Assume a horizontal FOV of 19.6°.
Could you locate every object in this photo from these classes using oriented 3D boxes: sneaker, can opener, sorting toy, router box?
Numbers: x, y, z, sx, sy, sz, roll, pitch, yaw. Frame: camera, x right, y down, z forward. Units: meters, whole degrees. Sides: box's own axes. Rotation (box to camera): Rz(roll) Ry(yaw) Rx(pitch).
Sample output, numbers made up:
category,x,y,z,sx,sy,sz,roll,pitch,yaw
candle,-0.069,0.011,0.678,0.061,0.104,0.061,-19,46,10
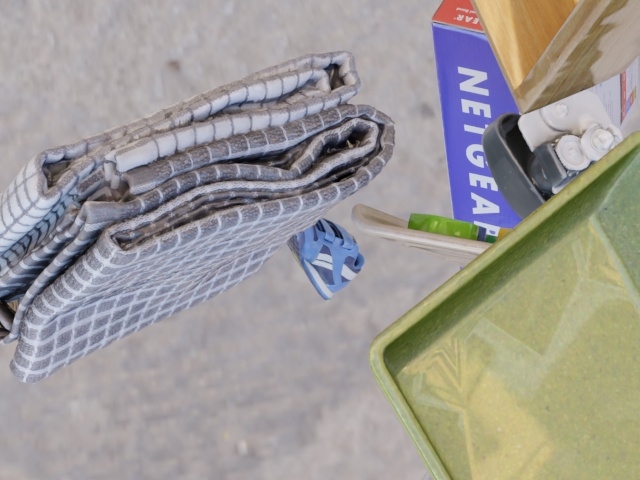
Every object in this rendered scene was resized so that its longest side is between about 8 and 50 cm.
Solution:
category,x,y,z,sx,sy,sz,roll,pitch,yaw
sneaker,0.000,0.000,1.763,0.059,0.053,0.144,-31,146,-1
can opener,0.213,0.022,1.261,0.074,0.280,0.093,-23,168,-30
sorting toy,0.152,0.011,1.463,0.193,0.208,0.038,18,88,-61
router box,0.216,-0.169,1.772,0.082,0.301,0.335,15,140,23

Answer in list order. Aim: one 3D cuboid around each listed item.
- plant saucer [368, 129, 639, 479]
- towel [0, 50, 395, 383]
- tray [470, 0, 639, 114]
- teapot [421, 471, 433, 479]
category,x,y,z,sx,sy,sz,roll,pitch,yaw
plant saucer,0.115,0.077,0.794,0.188,0.045,0.188,-36,101,-32
towel,-0.110,-0.016,1.353,0.283,0.121,0.235,-24,173,-36
tray,0.114,-0.200,0.874,0.076,0.411,0.203,-22,85,-5
teapot,0.128,0.248,1.251,0.187,0.256,0.252,31,100,4
